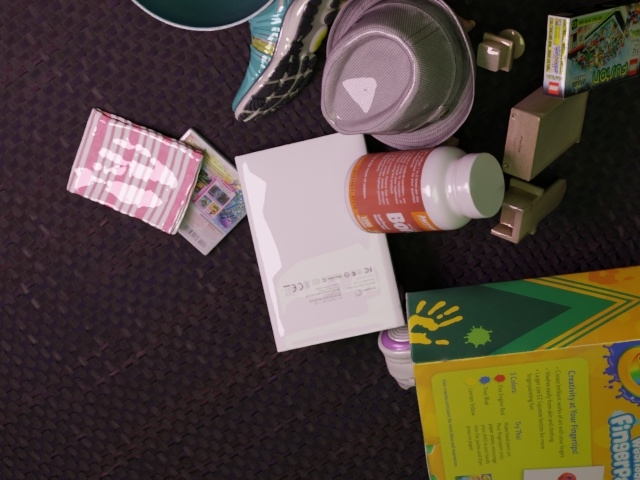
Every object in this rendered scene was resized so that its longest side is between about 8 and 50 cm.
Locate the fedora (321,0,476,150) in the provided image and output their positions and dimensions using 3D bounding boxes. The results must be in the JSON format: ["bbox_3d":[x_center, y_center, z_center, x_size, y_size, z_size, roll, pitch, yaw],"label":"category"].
[{"bbox_3d":[0.086,-0.227,1.833,0.275,0.124,0.243,-34,91,46],"label":"fedora"}]

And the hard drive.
[{"bbox_3d":[0.000,0.000,2.001,0.203,0.040,0.307,-13,89,8],"label":"hard drive"}]

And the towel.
[{"bbox_3d":[-0.291,-0.107,2.034,0.197,0.029,0.144,23,106,6],"label":"towel"}]

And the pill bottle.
[{"bbox_3d":[0.150,-0.073,1.874,0.216,0.121,0.121,-3,113,41],"label":"pill bottle"}]

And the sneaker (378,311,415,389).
[{"bbox_3d":[0.250,0.164,2.070,0.305,0.114,0.152,-9,131,7],"label":"sneaker"}]

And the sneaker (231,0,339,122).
[{"bbox_3d":[-0.062,-0.299,1.935,0.110,0.107,0.275,42,119,26],"label":"sneaker"}]

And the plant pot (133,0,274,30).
[{"bbox_3d":[-0.138,-0.448,1.813,0.290,0.195,0.290,4,106,14],"label":"plant pot"}]

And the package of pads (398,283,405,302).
[{"bbox_3d":[0.106,0.089,2.052,0.050,0.083,0.032,-7,95,7],"label":"package of pads"}]

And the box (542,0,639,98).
[{"bbox_3d":[0.388,-0.274,1.839,0.036,0.207,0.114,17,116,39],"label":"box"}]

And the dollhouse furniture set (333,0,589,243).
[{"bbox_3d":[0.202,-0.208,1.961,0.356,0.174,0.303,23,127,28],"label":"dollhouse furniture set"}]

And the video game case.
[{"bbox_3d":[-0.192,-0.076,2.057,0.157,0.019,0.143,42,108,-9],"label":"video game case"}]

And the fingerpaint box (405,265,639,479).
[{"bbox_3d":[0.338,0.262,1.972,0.371,0.163,0.444,-7,130,6],"label":"fingerpaint box"}]
